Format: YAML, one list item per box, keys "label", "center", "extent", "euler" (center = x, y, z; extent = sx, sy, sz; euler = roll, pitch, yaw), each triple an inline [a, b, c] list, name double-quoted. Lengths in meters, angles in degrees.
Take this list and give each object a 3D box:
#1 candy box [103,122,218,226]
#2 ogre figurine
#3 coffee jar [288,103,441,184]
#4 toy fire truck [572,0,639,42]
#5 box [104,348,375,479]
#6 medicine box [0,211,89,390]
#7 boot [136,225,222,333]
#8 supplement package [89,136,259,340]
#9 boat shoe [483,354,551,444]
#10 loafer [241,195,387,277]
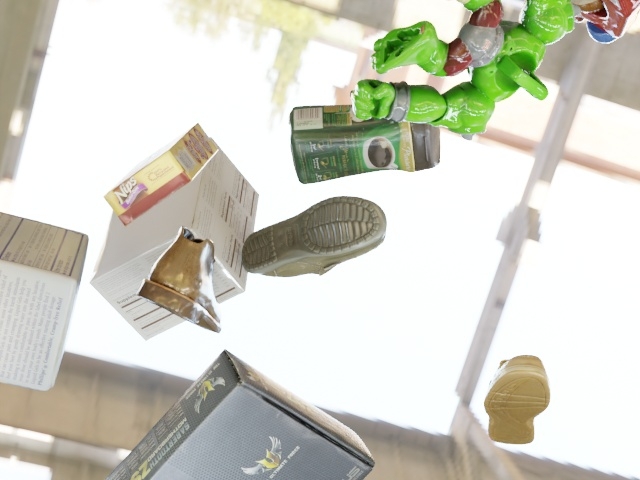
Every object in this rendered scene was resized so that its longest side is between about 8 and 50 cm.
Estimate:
- label: "candy box"
  center: [-0.204, -0.089, 1.557]
  extent: [0.053, 0.109, 0.187]
  euler: [54, -166, -12]
- label: "ogre figurine"
  center: [0.122, -0.156, 0.944]
  extent: [0.118, 0.197, 0.097]
  euler: [31, 178, -32]
- label: "coffee jar"
  center: [0.056, -0.127, 1.484]
  extent: [0.184, 0.096, 0.079]
  euler: [-5, -141, 6]
- label: "toy fire truck"
  center: [0.320, -0.378, 1.604]
  extent: [0.302, 0.169, 0.254]
  euler: [44, -179, 37]
- label: "box"
  center: [-0.092, 0.232, 1.080]
  extent: [0.183, 0.233, 0.059]
  euler: [38, -172, -34]
- label: "medicine box"
  center: [-0.452, 0.052, 1.505]
  extent: [0.289, 0.149, 0.263]
  euler: [14, -170, -10]
- label: "boot"
  center: [-0.175, 0.057, 1.681]
  extent: [0.112, 0.115, 0.305]
  euler: [23, 171, 4]
- label: "supplement package"
  center: [-0.230, -0.006, 1.933]
  extent: [0.145, 0.204, 0.262]
  euler: [51, -156, -28]
- label: "boat shoe"
  center: [0.187, 0.142, 1.153]
  extent: [0.063, 0.059, 0.170]
  euler: [5, 150, 4]
- label: "loafer"
  center: [0.000, 0.000, 1.810]
  extent: [0.251, 0.094, 0.087]
  euler: [-14, 156, 32]
